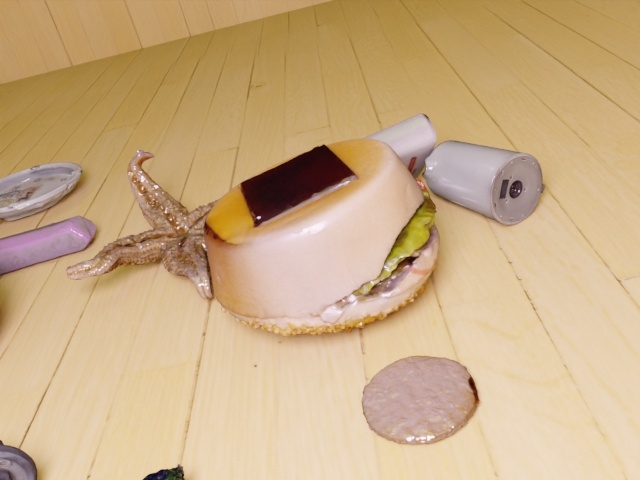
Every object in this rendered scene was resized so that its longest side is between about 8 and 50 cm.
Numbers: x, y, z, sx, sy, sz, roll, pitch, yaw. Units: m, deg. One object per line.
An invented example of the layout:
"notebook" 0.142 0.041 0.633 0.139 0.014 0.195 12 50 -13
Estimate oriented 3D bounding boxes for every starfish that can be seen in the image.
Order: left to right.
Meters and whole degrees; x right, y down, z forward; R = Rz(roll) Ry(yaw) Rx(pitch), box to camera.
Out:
"starfish" -0.211 -0.024 1.026 0.327 0.094 0.375 35 50 29

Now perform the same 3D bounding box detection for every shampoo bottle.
"shampoo bottle" 0.027 -0.096 1.001 0.284 0.071 0.153 -22 -15 -13

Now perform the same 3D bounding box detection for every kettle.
"kettle" 0.236 -0.094 0.943 0.126 0.098 0.148 -32 30 -18

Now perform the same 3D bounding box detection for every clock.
"clock" -0.606 -0.096 1.380 0.236 0.053 0.236 -9 29 5

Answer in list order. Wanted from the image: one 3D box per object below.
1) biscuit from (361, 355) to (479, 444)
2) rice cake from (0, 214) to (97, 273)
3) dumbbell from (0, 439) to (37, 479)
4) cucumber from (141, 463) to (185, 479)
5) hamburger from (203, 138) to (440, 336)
"biscuit" 0.097 0.155 0.658 0.120 0.015 0.120 -12 30 7
"rice cake" -0.568 0.032 1.143 0.364 0.056 0.073 -17 27 -4
"dumbbell" -0.296 0.251 0.601 0.110 0.110 0.254 -25 24 -17
"cucumber" -0.174 0.281 0.527 0.067 0.067 0.245 -5 29 18
"hamburger" 0.000 0.000 0.819 0.301 0.170 0.302 -19 25 9
